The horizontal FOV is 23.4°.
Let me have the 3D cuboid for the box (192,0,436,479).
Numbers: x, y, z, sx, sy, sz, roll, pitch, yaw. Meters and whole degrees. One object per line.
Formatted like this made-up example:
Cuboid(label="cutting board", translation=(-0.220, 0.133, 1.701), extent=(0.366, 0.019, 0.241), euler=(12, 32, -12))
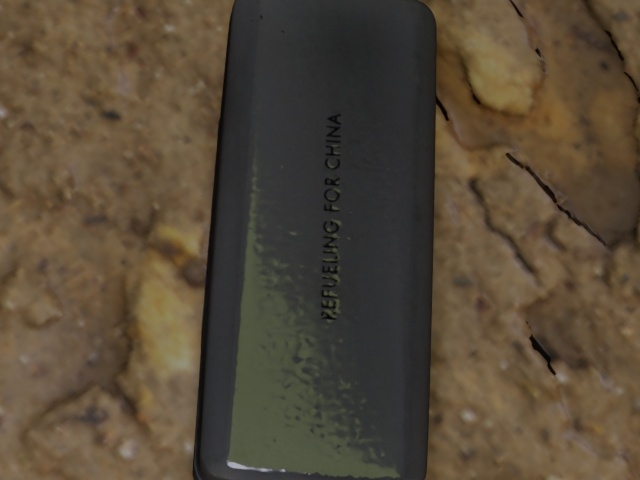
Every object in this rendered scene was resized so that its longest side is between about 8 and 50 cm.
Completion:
Cuboid(label="box", translation=(0.000, 0.000, 0.718), extent=(0.103, 0.055, 0.243), euler=(6, 69, -7))
